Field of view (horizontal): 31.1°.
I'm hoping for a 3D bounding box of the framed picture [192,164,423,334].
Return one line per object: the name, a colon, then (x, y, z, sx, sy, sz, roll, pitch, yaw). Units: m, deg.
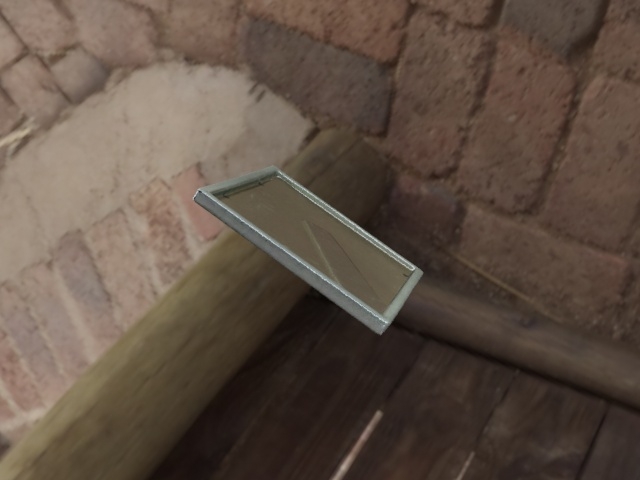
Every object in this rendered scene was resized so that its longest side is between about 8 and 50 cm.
framed picture: (0.000, 0.000, 1.289, 0.240, 0.324, 0.020, 36, 103, 4)
